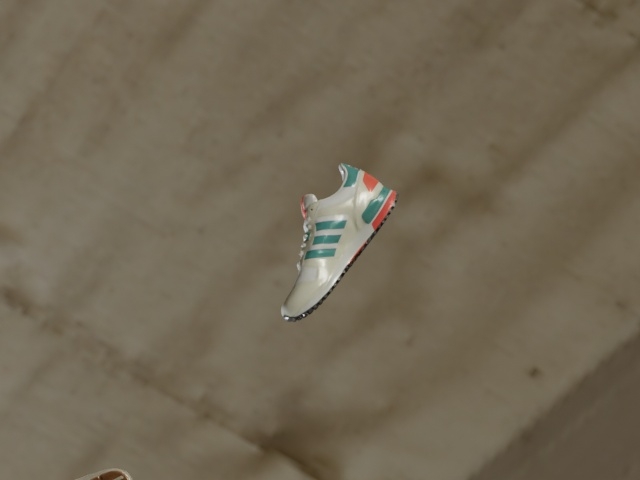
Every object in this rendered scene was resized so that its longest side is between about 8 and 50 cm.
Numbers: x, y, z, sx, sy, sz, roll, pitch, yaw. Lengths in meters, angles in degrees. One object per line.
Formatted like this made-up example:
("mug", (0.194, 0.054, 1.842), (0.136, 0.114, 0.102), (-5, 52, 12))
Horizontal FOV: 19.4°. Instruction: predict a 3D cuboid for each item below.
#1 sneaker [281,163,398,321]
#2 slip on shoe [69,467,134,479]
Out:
("sneaker", (0.000, 0.000, 1.741), (0.161, 0.075, 0.057), (-52, 179, -11))
("slip on shoe", (-0.217, 0.225, 1.556), (0.135, 0.051, 0.041), (-25, 177, -4))
